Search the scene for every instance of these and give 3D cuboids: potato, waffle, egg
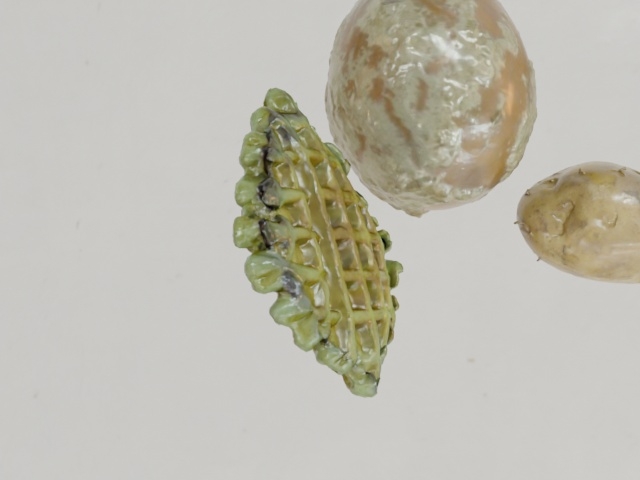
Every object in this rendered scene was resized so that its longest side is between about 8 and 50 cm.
[{"bbox_3d":[0.326,-0.020,1.219,0.235,0.161,0.128,15,114,7],"label":"potato"},{"bbox_3d":[0.000,0.000,0.908,0.054,0.214,0.208,-19,123,24],"label":"waffle"},{"bbox_3d":[0.104,-0.145,1.100,0.203,0.203,0.245,-1,83,-12],"label":"egg"}]
